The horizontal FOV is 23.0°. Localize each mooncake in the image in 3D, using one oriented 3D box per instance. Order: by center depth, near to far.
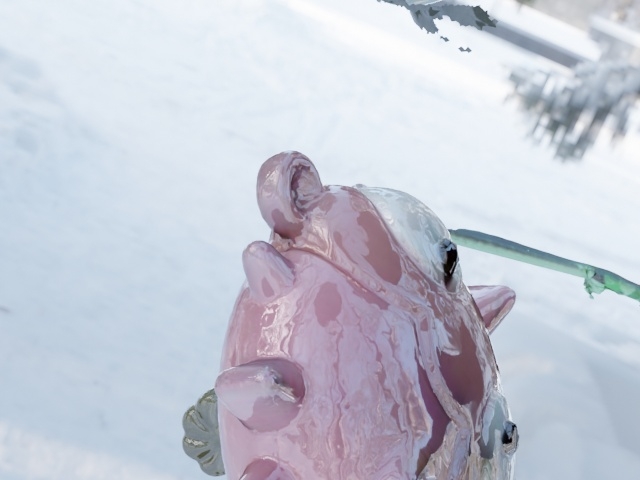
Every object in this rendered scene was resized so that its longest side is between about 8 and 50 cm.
[{"bbox_3d":[0.004,-0.007,0.838,0.150,0.346,0.057,12,30,12],"label":"mooncake"}]

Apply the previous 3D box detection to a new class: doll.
[{"bbox_3d":[0.025,0.085,0.641,0.093,0.261,0.211,-9,14,32],"label":"doll"}]

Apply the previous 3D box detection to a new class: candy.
[{"bbox_3d":[0.272,0.036,1.601,0.324,0.097,0.097,16,11,-6],"label":"candy"}]

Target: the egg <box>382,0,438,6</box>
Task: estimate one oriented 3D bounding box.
[{"bbox_3d":[0.114,-0.348,1.718,0.169,0.169,0.236,29,51,27],"label":"egg"}]
